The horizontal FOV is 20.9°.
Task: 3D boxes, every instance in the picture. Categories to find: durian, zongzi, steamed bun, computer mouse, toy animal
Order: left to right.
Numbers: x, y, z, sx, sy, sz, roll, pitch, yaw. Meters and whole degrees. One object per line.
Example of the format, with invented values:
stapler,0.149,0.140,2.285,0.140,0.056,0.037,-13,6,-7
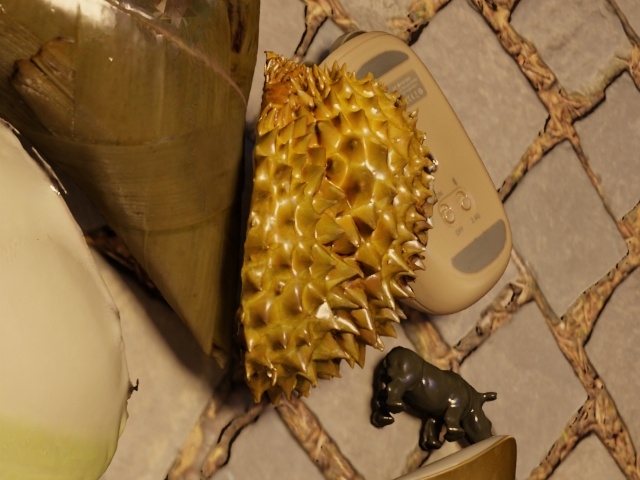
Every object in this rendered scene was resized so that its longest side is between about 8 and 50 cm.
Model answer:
steamed bun,-0.274,0.072,0.891,0.309,0.309,0.309,17,63,-37
zongzi,-0.165,-0.072,1.145,0.274,0.145,0.300,7,79,-35
durian,0.011,0.001,1.223,0.138,0.183,0.249,8,99,-5
computer mouse,0.061,-0.052,1.373,0.145,0.082,0.236,-39,99,-43
computer mouse,0.089,0.208,1.304,0.199,0.045,0.102,-14,116,-45
toy animal,0.097,0.130,1.362,0.136,0.047,0.065,29,53,-28
